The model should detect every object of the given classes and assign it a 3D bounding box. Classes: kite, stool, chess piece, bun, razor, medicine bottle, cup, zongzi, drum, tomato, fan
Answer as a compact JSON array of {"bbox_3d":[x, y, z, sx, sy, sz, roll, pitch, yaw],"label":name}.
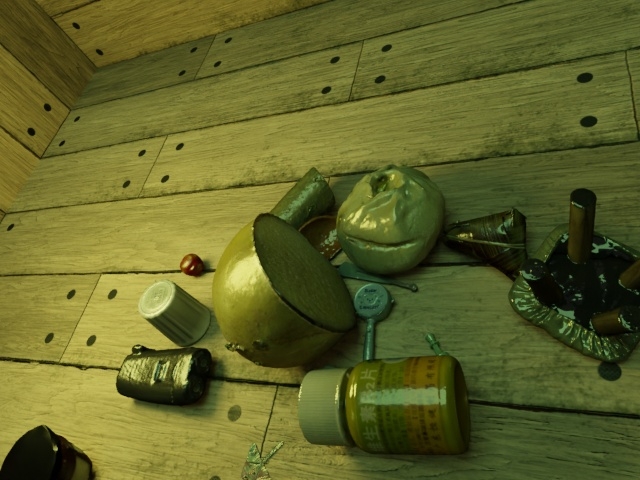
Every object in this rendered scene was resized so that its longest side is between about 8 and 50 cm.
[{"bbox_3d":[-0.159,0.615,1.397,0.152,0.005,0.137,-36,50,0],"label":"kite"},{"bbox_3d":[0.642,0.078,1.189,0.310,0.226,0.310,32,74,32],"label":"stool"},{"bbox_3d":[0.311,0.287,1.360,0.042,0.042,0.093,-30,43,6],"label":"chess piece"},{"bbox_3d":[0.201,-0.080,1.550,0.365,0.219,0.365,-23,45,24],"label":"bun"},{"bbox_3d":[-0.509,0.435,1.647,0.326,0.107,0.189,-4,56,27],"label":"razor"},{"bbox_3d":[0.155,0.403,1.239,0.384,0.224,0.225,-9,53,24],"label":"medicine bottle"},{"bbox_3d":[-0.522,0.248,1.726,0.220,0.202,0.167,-13,50,19],"label":"cup"},{"bbox_3d":[0.459,0.049,1.426,0.247,0.111,0.241,-12,73,34],"label":"zongzi"},{"bbox_3d":[0.130,0.243,1.482,0.130,0.049,0.253,9,66,32],"label":"drum"},{"bbox_3d":[-0.479,0.094,1.894,0.075,0.087,0.087,23,70,35],"label":"tomato"},{"bbox_3d":[0.176,0.112,1.570,0.281,0.023,0.057,11,55,34],"label":"fan"}]

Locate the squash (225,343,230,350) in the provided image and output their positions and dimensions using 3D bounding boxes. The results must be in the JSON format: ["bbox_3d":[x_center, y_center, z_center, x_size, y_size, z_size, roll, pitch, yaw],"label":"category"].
[{"bbox_3d":[-0.222,0.189,1.678,0.101,0.101,0.379,10,64,33],"label":"squash"}]

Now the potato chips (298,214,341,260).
[{"bbox_3d":[0.000,0.000,1.706,0.201,0.049,0.150,-43,81,-16],"label":"potato chips"}]

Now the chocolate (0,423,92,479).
[{"bbox_3d":[-0.834,0.730,1.559,0.283,0.186,0.284,-17,56,27],"label":"chocolate"}]

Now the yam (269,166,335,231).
[{"bbox_3d":[-0.067,-0.112,1.772,0.268,0.161,0.161,-46,49,-10],"label":"yam"}]

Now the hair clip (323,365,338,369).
[{"bbox_3d":[0.062,0.370,1.428,0.115,0.039,0.030,-7,68,26],"label":"hair clip"}]

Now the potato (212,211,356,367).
[{"bbox_3d":[-0.141,0.173,1.492,0.319,0.385,0.442,-41,44,21],"label":"potato"}]
